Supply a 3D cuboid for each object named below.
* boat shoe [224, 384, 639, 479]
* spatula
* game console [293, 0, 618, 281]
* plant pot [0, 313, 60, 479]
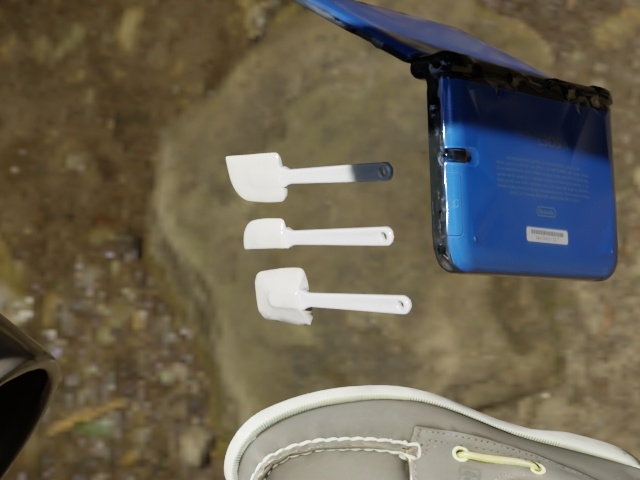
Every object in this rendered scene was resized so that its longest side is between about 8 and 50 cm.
[{"bbox_3d":[0.090,0.168,1.227,0.091,0.305,0.109,-118,43,-60],"label":"boat shoe"},{"bbox_3d":[0.000,0.000,1.773,0.242,0.019,0.168,1,101,51],"label":"spatula"},{"bbox_3d":[0.115,-0.089,1.649,0.173,0.293,0.250,-5,85,35],"label":"game console"},{"bbox_3d":[-0.363,0.104,1.126,0.280,0.323,0.323,39,115,6],"label":"plant pot"}]
